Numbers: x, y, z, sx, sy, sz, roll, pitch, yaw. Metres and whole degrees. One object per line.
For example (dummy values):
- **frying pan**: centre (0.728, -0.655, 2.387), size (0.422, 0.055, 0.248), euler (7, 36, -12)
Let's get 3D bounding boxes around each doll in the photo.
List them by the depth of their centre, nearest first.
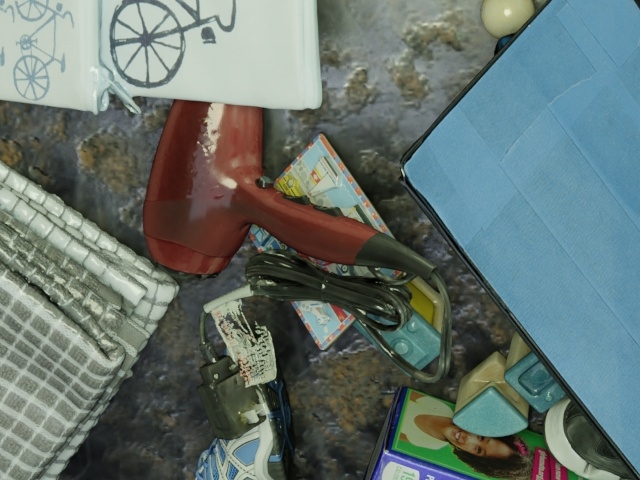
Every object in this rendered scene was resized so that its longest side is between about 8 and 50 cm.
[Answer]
- **doll**: centre (0.137, -0.082, 1.032), size (0.046, 0.129, 0.189), euler (-6, 74, 8)

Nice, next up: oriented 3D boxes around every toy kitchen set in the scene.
- **toy kitchen set**: centre (0.136, 0.038, 1.090), size (0.166, 0.122, 0.207), euler (43, 113, -9)

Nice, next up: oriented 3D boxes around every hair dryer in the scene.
- **hair dryer**: centre (-0.027, -0.019, 1.092), size (0.223, 0.080, 0.293), euler (-24, 87, 29)

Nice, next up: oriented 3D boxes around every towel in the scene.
- **towel**: centre (-0.286, 0.064, 1.182), size (0.284, 0.121, 0.235), euler (35, 116, -6)

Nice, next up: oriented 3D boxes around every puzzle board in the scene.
- **puzzle board**: centre (0.000, 0.000, 1.118), size (0.096, 0.011, 0.128), euler (-47, 60, 24)

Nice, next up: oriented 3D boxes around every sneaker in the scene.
- **sneaker**: centre (0.284, 0.149, 1.104), size (0.234, 0.078, 0.106), euler (16, 151, -9)
- **sneaker**: centre (-0.062, 0.174, 1.210), size (0.081, 0.080, 0.211), euler (-1, 112, 8)

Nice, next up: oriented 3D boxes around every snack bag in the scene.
- **snack bag**: centre (-0.152, -0.238, 1.028), size (0.342, 0.037, 0.323), euler (8, 111, 21)

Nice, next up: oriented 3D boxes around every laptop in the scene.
- **laptop**: centre (0.332, -0.048, 0.953), size (0.408, 0.236, 0.382), euler (-34, 104, 22)

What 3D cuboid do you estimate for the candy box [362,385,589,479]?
- **candy box**: centre (0.164, 0.293, 1.196), size (0.317, 0.122, 0.268), euler (18, 115, 1)
